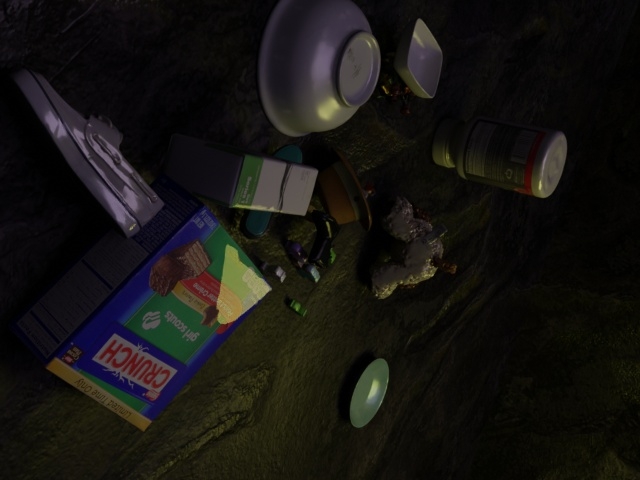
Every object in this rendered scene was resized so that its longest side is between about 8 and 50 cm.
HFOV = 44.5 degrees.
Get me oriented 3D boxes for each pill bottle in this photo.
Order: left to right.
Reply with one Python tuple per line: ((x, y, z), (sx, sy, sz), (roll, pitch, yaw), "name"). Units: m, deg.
((0.461, -0.230, 2.048), (0.176, 0.319, 0.176), (-32, 131, -46), "pill bottle")

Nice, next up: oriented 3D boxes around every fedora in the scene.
((0.040, -0.096, 1.645), (0.079, 0.194, 0.194), (-25, 136, -5), "fedora")

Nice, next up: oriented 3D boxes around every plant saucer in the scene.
((0.118, 0.403, 2.098), (0.195, 0.037, 0.194), (-34, 132, -47), "plant saucer")

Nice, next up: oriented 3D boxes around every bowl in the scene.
((0.022, -0.333, 1.485), (0.298, 0.134, 0.297), (-33, 132, -47), "bowl")
((0.209, -0.393, 1.714), (0.142, 0.053, 0.142), (40, 55, -46), "bowl")

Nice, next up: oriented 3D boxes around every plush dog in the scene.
((0.243, 0.024, 1.989), (0.225, 0.211, 0.262), (-38, 140, -77), "plush dog")

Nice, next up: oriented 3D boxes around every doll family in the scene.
((0.181, -0.351, 1.778), (0.193, 0.076, 0.111), (0, 85, -53), "doll family")

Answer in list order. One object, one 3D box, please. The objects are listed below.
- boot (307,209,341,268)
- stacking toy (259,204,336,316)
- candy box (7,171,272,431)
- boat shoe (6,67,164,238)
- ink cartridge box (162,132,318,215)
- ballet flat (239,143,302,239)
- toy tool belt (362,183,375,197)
((-0.001, 0.000, 1.606), (0.099, 0.045, 0.121), (-68, 156, -11), "boot")
((-0.034, 0.047, 1.666), (0.167, 0.052, 0.221), (-59, 147, -21), "stacking toy")
((-0.261, 0.102, 1.208), (0.317, 0.122, 0.268), (-47, 144, -10), "candy box")
((-0.305, -0.126, 1.047), (0.088, 0.096, 0.267), (-43, 116, -19), "boat shoe")
((-0.132, -0.109, 1.328), (0.219, 0.160, 0.092), (5, 102, -58), "ink cartridge box")
((-0.099, -0.091, 1.487), (0.203, 0.074, 0.074), (-65, 148, -17), "ballet flat")
((0.084, -0.093, 1.794), (0.083, 0.052, 0.051), (-39, 167, -38), "toy tool belt")
